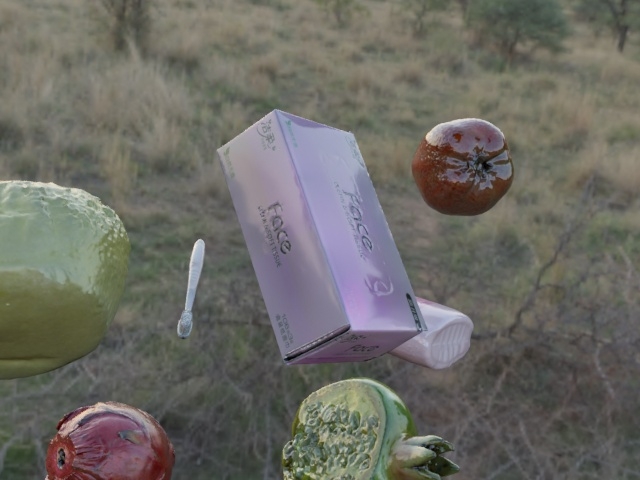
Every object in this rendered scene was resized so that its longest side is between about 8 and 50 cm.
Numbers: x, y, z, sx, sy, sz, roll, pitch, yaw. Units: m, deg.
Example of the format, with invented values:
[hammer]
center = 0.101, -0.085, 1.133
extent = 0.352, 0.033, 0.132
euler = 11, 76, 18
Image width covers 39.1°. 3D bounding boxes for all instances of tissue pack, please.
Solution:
[tissue pack]
center = 0.000, 0.000, 0.937
extent = 0.093, 0.246, 0.149
euler = -30, -21, 31

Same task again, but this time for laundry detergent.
[laundry detergent]
center = 0.060, 0.101, 1.378
extent = 0.335, 0.087, 0.159
euler = 19, 11, 37

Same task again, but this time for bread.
[bread]
center = -0.423, 0.040, 1.235
extent = 0.321, 0.320, 0.237
euler = 2, 55, -18

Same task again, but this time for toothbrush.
[toothbrush]
center = -0.229, 0.075, 1.621
extent = 0.025, 0.029, 0.307
euler = 11, 30, -8

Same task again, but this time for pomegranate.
[pomegranate]
center = 0.106, 0.434, 1.759
extent = 0.359, 0.309, 0.216
euler = -3, -34, 32

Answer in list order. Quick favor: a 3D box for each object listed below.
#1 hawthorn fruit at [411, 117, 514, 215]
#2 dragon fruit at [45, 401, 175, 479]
[hawthorn fruit]
center = 0.283, -0.158, 1.913
extent = 0.211, 0.210, 0.262
euler = 1, 8, -21
[dragon fruit]
center = -0.401, 0.425, 1.734
extent = 0.241, 0.252, 0.240
euler = -18, 45, 19
